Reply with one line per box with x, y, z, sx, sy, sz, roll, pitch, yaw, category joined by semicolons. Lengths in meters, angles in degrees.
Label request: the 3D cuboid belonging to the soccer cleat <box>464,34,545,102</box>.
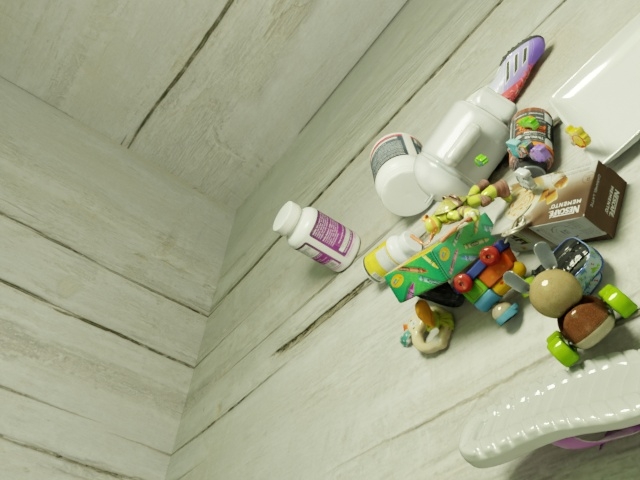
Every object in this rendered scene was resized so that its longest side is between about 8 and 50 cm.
0.557;-0.457;1.631;0.318;0.109;0.116;-47;46;22;soccer cleat

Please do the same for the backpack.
0.496;0.058;1.079;0.114;0.084;0.105;-58;22;19;backpack

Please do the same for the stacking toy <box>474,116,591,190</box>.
0.475;-0.204;1.258;0.167;0.052;0.221;-39;27;-2;stacking toy

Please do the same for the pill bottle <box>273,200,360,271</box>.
-0.017;-0.020;2.026;0.169;0.302;0.169;-47;24;29;pill bottle

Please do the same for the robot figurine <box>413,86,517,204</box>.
0.398;-0.247;1.539;0.353;0.200;0.300;-55;-16;11;robot figurine

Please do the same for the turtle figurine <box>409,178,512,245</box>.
0.314;-0.071;1.269;0.218;0.087;0.269;-29;-1;-14;turtle figurine

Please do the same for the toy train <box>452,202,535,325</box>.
0.413;0.059;1.171;0.105;0.143;0.248;-15;-33;-56;toy train

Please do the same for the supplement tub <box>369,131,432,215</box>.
0.268;-0.221;1.808;0.191;0.191;0.272;-48;23;27;supplement tub

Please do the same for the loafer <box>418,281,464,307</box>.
0.303;0.123;1.435;0.078;0.076;0.223;-69;18;-3;loafer

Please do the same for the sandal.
0.427;0.291;0.908;0.416;0.102;0.169;-32;9;33;sandal

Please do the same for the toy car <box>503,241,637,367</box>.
0.429;0.101;0.987;0.155;0.188;0.149;-48;-17;14;toy car

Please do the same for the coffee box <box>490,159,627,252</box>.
0.510;-0.066;1.193;0.247;0.098;0.141;-15;48;62;coffee box

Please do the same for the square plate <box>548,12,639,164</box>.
0.703;-0.357;1.215;0.347;0.049;0.344;-46;24;30;square plate

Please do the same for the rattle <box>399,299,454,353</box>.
0.230;0.216;1.404;0.200;0.143;0.130;-2;78;59;rattle

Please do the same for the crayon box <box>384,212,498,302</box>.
0.303;0.039;1.342;0.279;0.081;0.165;-28;-6;-43;crayon box

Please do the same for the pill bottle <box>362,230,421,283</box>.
0.220;0.048;1.683;0.184;0.103;0.103;-41;28;38;pill bottle

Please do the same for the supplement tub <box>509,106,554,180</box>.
0.526;-0.232;1.369;0.106;0.106;0.197;-34;33;48;supplement tub
